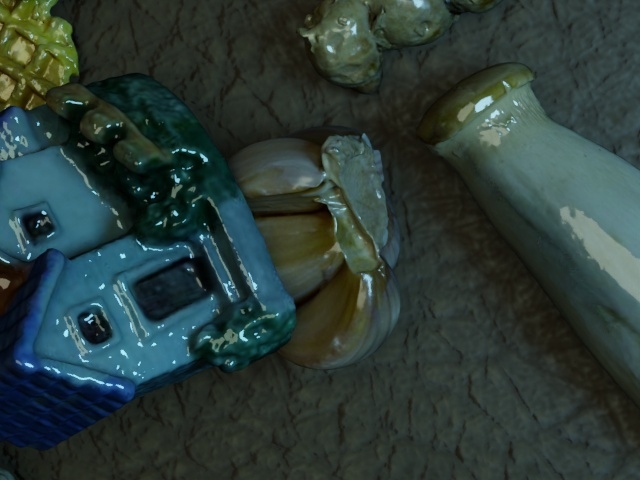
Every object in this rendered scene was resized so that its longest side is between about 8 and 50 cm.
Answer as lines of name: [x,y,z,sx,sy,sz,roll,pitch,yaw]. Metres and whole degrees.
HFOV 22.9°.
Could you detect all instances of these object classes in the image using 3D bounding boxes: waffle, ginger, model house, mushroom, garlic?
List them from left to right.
waffle: [-0.370,-0.193,1.548,0.262,0.060,0.280,-11,89,4]
model house: [-0.254,0.032,1.360,0.329,0.252,0.294,-21,86,-36]
garlic: [0.000,0.000,1.446,0.191,0.160,0.214,-14,102,40]
ginger: [0.080,-0.216,1.479,0.204,0.080,0.104,-30,118,6]
mushroom: [0.258,0.008,1.419,0.407,0.154,0.137,50,51,4]

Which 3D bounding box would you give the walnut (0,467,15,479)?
walnut: [-0.385,0.275,1.471,0.224,0.224,0.224,0,89,7]
